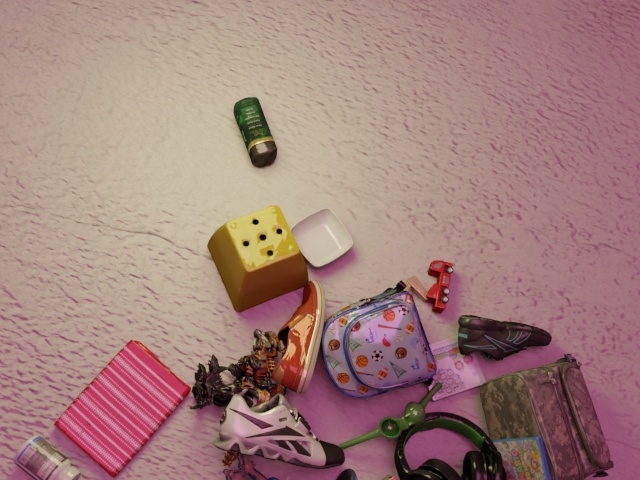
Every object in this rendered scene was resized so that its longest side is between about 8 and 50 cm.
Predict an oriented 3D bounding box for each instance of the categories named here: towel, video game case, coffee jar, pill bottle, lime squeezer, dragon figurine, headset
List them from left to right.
[{"bbox_3d":[-0.617,0.511,1.709,0.137,0.078,0.078,36,67,6],"label":"pill bottle"},{"bbox_3d":[-0.469,0.395,1.806,0.199,0.031,0.275,39,69,6],"label":"towel"},{"bbox_3d":[-0.181,-0.300,2.101,0.079,0.096,0.184,-18,71,-12],"label":"coffee jar"},{"bbox_3d":[-0.097,0.601,1.743,0.289,0.144,0.085,48,65,-22],"label":"dragon figurine"},{"bbox_3d":[0.185,0.430,1.835,0.310,0.110,0.059,-29,111,-14],"label":"lime squeezer"},{"bbox_3d":[0.336,0.328,1.963,0.157,0.019,0.143,-15,71,-15],"label":"video game case"},{"bbox_3d":[0.321,0.589,1.766,0.243,0.185,0.394,-8,40,-16],"label":"headset"},{"bbox_3d":[0.468,0.524,1.764,0.015,0.166,0.119,-4,76,-29],"label":"video game case"}]

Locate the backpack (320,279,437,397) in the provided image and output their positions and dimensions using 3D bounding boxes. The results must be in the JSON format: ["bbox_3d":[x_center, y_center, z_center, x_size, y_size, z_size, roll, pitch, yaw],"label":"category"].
[{"bbox_3d":[0.132,0.264,1.851,0.263,0.213,0.277,-18,84,2],"label":"backpack"}]

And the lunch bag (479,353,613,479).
[{"bbox_3d":[0.568,0.450,1.856,0.256,0.212,0.305,-4,69,-29],"label":"lunch bag"}]

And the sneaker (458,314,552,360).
[{"bbox_3d":[0.478,0.261,1.980,0.267,0.101,0.106,9,88,-13],"label":"sneaker"}]

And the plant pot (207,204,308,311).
[{"bbox_3d":[-0.154,0.027,1.921,0.212,0.187,0.212,-21,72,-16],"label":"plant pot"}]

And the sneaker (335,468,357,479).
[{"bbox_3d":[0.066,0.648,1.773,0.082,0.069,0.209,29,54,-29],"label":"sneaker"}]

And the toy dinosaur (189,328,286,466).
[{"bbox_3d":[-0.185,0.362,1.807,0.218,0.164,0.322,20,43,-17],"label":"toy dinosaur"}]

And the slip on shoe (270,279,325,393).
[{"bbox_3d":[-0.051,0.222,1.856,0.101,0.123,0.331,15,46,-3],"label":"slip on shoe"}]

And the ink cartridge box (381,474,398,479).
[{"bbox_3d":[0.198,0.655,1.728,0.092,0.158,0.218,-38,77,-10],"label":"ink cartridge box"}]

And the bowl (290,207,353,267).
[{"bbox_3d":[0.000,0.000,2.028,0.142,0.053,0.142,-30,75,-20],"label":"bowl"}]

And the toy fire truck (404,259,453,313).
[{"bbox_3d":[0.276,0.134,2.018,0.135,0.047,0.192,14,66,-1],"label":"toy fire truck"}]

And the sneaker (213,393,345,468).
[{"bbox_3d":[-0.073,0.438,1.745,0.330,0.122,0.146,20,78,-27],"label":"sneaker"}]
